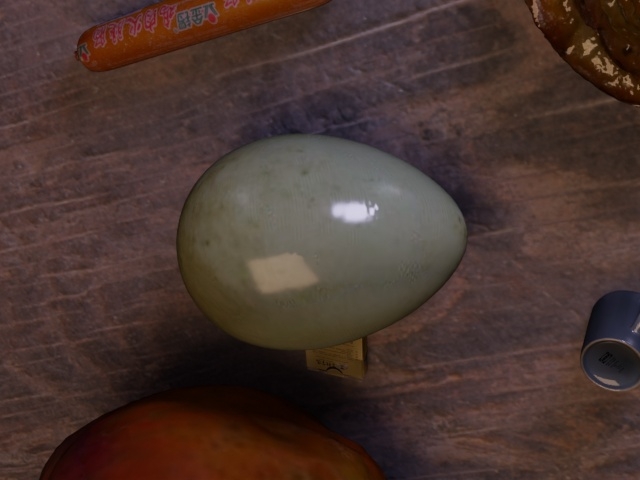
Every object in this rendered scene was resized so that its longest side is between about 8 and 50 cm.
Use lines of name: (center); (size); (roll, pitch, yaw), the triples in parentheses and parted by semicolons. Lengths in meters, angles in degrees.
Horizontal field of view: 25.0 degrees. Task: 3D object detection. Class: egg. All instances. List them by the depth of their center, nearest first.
egg: (0.000, 0.000, 1.444); (0.295, 0.218, 0.218); (-3, 121, 17)

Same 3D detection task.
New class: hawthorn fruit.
hawthorn fruit: (-0.120, 0.384, 1.651); (0.471, 0.472, 0.472); (13, 127, 18)

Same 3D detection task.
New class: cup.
cup: (0.308, 0.096, 1.451); (0.078, 0.077, 0.100); (30, 130, 4)

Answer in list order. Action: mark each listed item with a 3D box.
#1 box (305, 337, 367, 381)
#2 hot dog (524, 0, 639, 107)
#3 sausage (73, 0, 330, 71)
box: (0.016, 0.092, 1.627); (0.073, 0.020, 0.149); (11, 126, 18)
hot dog: (0.254, -0.221, 1.220); (0.259, 0.114, 0.175); (54, 156, -17)
sausage: (-0.118, -0.226, 1.448); (0.347, 0.053, 0.053); (-12, 116, 32)
